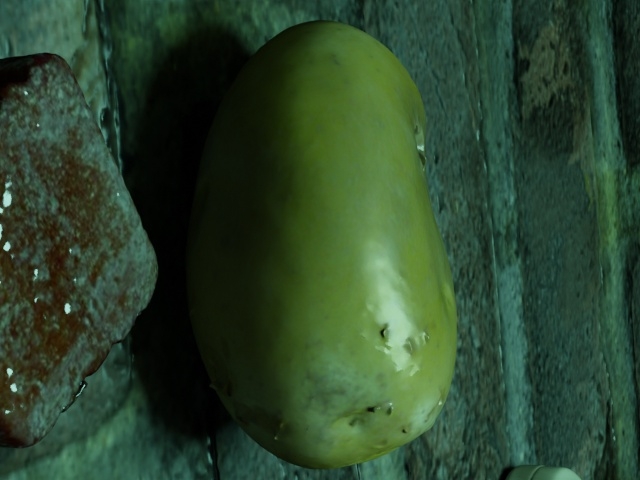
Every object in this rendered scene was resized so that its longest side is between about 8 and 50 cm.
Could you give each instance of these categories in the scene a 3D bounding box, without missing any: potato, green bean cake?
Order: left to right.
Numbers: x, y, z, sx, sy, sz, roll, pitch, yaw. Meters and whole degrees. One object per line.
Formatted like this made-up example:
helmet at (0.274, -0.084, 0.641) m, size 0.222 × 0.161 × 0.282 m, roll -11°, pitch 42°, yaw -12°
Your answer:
green bean cake at (-0.136, 0.004, 0.775) m, size 0.135 × 0.056 × 0.135 m, roll -56°, pitch 132°, yaw -45°
potato at (0.000, 0.000, 0.927) m, size 0.150 × 0.146 × 0.234 m, roll 128°, pitch -43°, yaw -67°

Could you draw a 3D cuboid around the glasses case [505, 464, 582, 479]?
glasses case at (0.142, 0.249, 1.233) m, size 0.083 × 0.050 × 0.196 m, roll 48°, pitch 49°, yaw -44°
